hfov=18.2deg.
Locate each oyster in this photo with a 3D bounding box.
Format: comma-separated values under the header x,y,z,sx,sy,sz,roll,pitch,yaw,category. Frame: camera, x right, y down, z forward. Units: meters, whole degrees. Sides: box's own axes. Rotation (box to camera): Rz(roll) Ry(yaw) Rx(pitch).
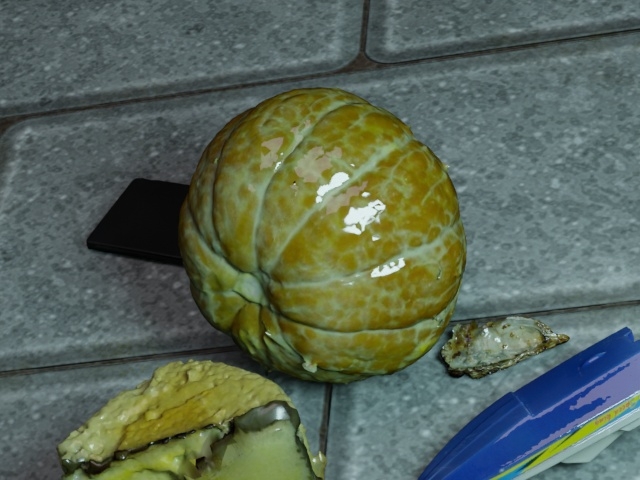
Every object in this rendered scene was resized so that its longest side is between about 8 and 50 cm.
x,y,z,sx,sy,sz,roll,pitch,yaw,category
0.197,0.120,2.153,0.132,0.029,0.086,7,51,22,oyster

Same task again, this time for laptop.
x,y,z,sx,sy,sz,roll,pitch,yaw,category
-0.177,-0.021,2.460,0.197,0.016,0.135,10,46,27,laptop

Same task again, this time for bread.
x,y,z,sx,sy,sz,roll,pitch,yaw,category
-0.116,0.235,2.010,0.262,0.204,0.162,-12,28,12,bread

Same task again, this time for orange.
x,y,z,sx,sy,sz,roll,pitch,yaw,category
0.000,0.000,2.130,0.329,0.329,0.249,17,41,34,orange

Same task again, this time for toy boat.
x,y,z,sx,sy,sz,roll,pitch,yaw,category
0.210,0.201,2.011,0.295,0.088,0.129,-30,13,-2,toy boat
